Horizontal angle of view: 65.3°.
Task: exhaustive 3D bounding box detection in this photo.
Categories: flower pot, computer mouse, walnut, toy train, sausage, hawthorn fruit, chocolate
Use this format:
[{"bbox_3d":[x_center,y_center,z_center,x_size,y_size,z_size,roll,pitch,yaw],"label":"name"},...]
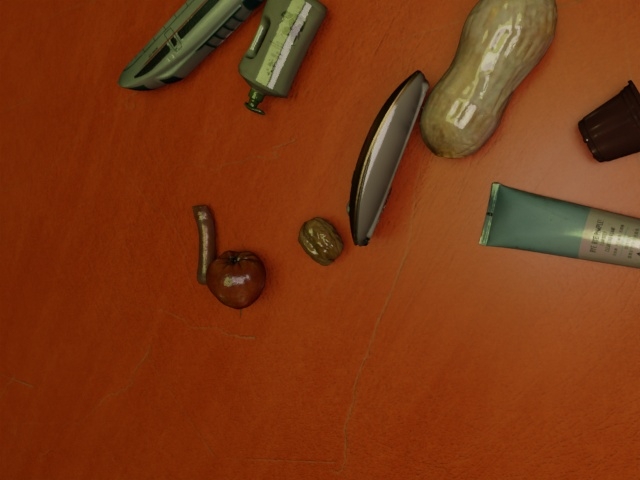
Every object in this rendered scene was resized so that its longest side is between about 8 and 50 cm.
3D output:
[{"bbox_3d":[0.441,-0.166,0.741,0.089,0.111,0.111,-29,84,35],"label":"flower pot"},{"bbox_3d":[0.102,-0.141,0.864,0.071,0.158,0.310,19,104,1],"label":"computer mouse"},{"bbox_3d":[0.000,0.000,0.964,0.096,0.082,0.079,49,140,9],"label":"walnut"},{"bbox_3d":[-0.264,-0.416,1.030,0.407,0.086,0.088,-33,88,24],"label":"toy train"},{"bbox_3d":[-0.253,0.011,1.095,0.047,0.040,0.177,3,97,30],"label":"sausage"},{"bbox_3d":[-0.165,0.082,1.029,0.125,0.125,0.140,-28,118,24],"label":"hawthorn fruit"},{"bbox_3d":[0.264,-0.271,0.788,0.134,0.134,0.309,30,107,18],"label":"chocolate"}]

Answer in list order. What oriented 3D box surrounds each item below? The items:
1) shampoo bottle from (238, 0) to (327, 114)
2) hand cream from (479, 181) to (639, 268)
[{"bbox_3d":[-0.087,-0.356,0.954,0.118,0.087,0.234,33,108,14],"label":"shampoo bottle"},{"bbox_3d":[0.419,-0.009,0.796,0.312,0.070,0.111,17,104,29],"label":"hand cream"}]
